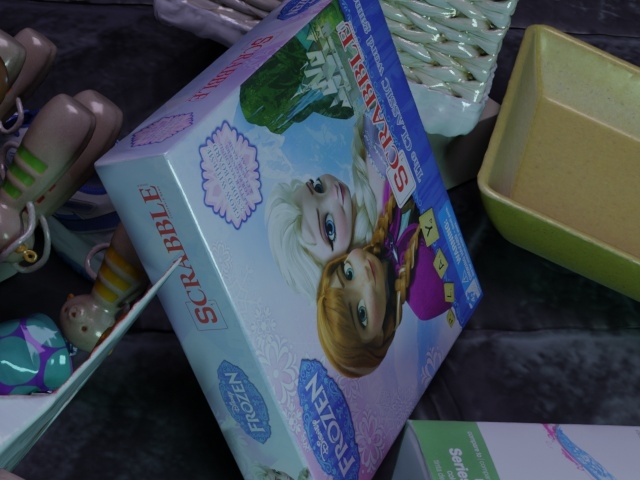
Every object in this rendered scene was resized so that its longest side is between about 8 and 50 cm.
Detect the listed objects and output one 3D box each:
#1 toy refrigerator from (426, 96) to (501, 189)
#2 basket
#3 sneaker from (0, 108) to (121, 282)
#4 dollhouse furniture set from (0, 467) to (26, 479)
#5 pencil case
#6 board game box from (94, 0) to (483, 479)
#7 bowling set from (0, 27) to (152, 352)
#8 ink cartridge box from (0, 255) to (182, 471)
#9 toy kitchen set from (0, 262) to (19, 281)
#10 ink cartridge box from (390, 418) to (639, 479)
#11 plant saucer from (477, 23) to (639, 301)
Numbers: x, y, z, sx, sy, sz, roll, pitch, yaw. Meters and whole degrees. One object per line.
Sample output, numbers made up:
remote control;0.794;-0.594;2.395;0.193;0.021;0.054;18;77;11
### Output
toy refrigerator;0.047;-0.156;1.353;0.269;0.094;0.102;38;37;24
basket;0.058;-0.322;1.275;0.331;0.266;0.328;22;32;0
sneaker;-0.244;-0.080;1.143;0.296;0.131;0.112;27;43;16
dollhouse furniture set;-0.242;0.310;0.483;0.256;0.394;0.362;26;41;13
pencil case;-0.258;0.105;0.972;0.152;0.064;0.070;-19;75;-33
board game box;0.000;0.000;1.000;0.066;0.318;0.318;-6;29;33
bowling set;-0.243;-0.063;0.960;0.287;0.154;0.200;43;9;36
ink cartridge box;-0.265;0.160;0.713;0.091;0.308;0.385;42;43;-1
toy kitchen set;-0.348;-0.024;1.014;0.122;0.166;0.207;36;44;23
ink cartridge box;0.154;0.210;0.903;0.212;0.154;0.093;3;31;-15
plant saucer;0.318;-0.048;1.299;0.333;0.081;0.332;25;39;0
